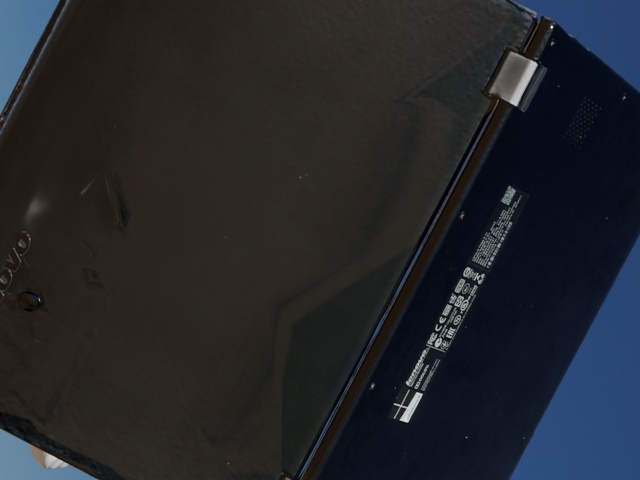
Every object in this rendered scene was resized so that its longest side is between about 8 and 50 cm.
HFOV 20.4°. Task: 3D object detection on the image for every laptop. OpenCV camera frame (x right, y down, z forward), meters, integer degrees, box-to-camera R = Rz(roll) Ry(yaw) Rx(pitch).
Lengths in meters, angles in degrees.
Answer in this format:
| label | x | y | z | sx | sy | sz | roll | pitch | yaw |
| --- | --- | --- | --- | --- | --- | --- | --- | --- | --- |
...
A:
| label | x | y | z | sx | sy | sz | roll | pitch | yaw |
| --- | --- | --- | --- | --- | --- | --- | --- | --- | --- |
| laptop | 0.000 | 0.000 | 1.191 | 0.236 | 0.408 | 0.382 | 30 | -86 | 33 |

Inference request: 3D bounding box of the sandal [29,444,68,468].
| label | x | y | z | sx | sy | sz | roll | pitch | yaw |
| --- | --- | --- | --- | --- | --- | --- | --- | --- | --- |
| sandal | -0.263 | 0.212 | 2.284 | 0.102 | 0.169 | 0.416 | 58 | 5 | 10 |
